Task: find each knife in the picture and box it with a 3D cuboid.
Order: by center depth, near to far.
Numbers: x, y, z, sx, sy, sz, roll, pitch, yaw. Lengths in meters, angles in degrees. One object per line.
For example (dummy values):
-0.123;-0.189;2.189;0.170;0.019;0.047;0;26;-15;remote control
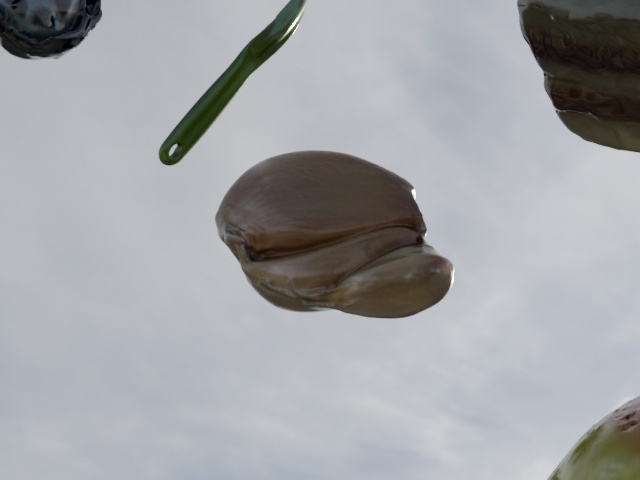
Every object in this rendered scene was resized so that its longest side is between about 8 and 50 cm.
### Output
-0.059;-0.125;0.992;0.022;0.184;0.026;46;-19;-24;knife

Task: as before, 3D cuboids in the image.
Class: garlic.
0.000;0.000;1.359;0.227;0.217;0.110;0;-45;-19;garlic

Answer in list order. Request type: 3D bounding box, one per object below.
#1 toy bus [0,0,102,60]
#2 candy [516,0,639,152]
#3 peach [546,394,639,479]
-0.200;-0.097;0.474;0.112;0.317;0.138;-5;-68;45;toy bus
0.270;-0.188;0.803;0.179;0.321;0.135;10;-36;41;candy
0.280;0.239;0.764;0.369;0.370;0.370;6;-31;3;peach
